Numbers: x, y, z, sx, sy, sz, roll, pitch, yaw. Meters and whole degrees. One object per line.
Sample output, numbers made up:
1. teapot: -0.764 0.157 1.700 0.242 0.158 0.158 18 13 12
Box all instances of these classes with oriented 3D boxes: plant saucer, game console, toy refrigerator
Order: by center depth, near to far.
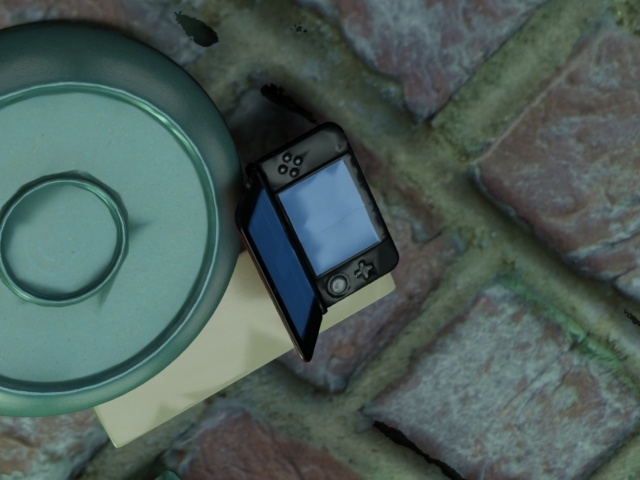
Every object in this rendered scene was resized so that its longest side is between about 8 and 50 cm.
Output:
1. plant saucer: -0.200 -0.005 1.476 0.317 0.043 0.318 -8 111 -21
2. game console: 0.000 0.000 1.537 0.124 0.085 0.144 -29 116 -10
3. toy refrigerator: -0.085 0.051 1.622 0.269 0.094 0.102 -30 115 -9

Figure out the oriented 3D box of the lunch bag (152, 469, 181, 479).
1. lunch bag: -0.140 0.370 1.807 0.223 0.160 0.262 -40 138 0
